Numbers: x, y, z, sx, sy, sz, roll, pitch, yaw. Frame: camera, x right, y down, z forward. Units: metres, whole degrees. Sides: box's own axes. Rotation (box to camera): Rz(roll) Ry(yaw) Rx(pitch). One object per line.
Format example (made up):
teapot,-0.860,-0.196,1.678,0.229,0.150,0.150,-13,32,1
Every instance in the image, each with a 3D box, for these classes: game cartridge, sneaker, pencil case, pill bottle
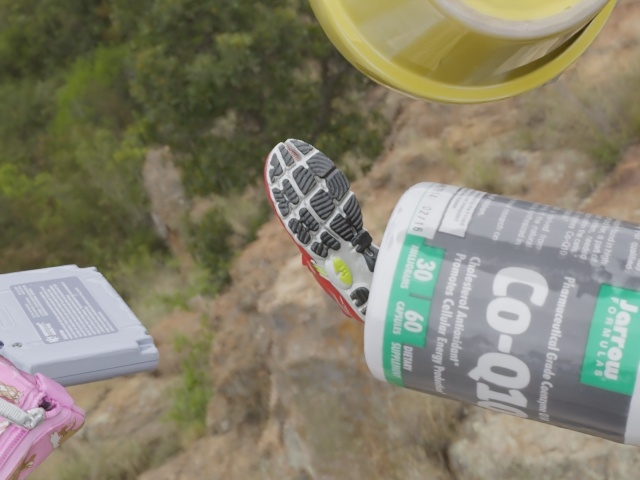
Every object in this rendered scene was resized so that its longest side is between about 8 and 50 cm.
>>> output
game cartridge,-0.354,0.113,1.663,0.196,0.060,0.294,-4,22,-26
sneaker,0.000,0.000,1.618,0.107,0.279,0.118,-38,16,-24
pencil case,-0.384,0.273,1.155,0.160,0.167,0.386,28,64,11
pill bottle,0.239,0.074,1.167,0.361,0.204,0.204,12,43,17

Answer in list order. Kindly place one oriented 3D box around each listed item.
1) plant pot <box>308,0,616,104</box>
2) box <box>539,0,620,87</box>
plant pot,0.119,-0.225,0.910,0.254,0.254,0.239,-25,8,-3
box,0.276,-0.240,1.458,0.145,0.038,0.186,-53,-15,27
